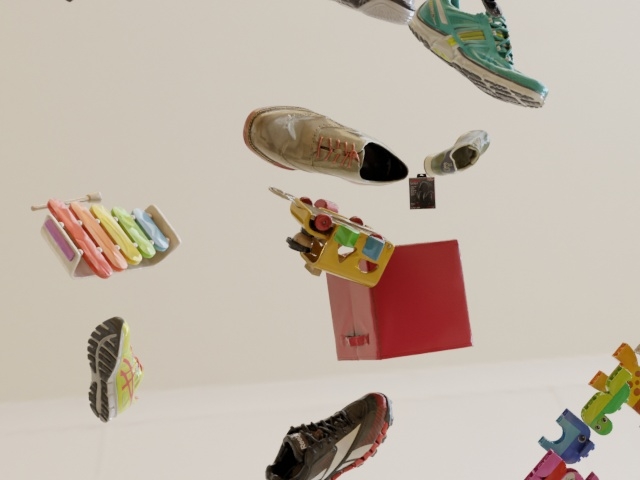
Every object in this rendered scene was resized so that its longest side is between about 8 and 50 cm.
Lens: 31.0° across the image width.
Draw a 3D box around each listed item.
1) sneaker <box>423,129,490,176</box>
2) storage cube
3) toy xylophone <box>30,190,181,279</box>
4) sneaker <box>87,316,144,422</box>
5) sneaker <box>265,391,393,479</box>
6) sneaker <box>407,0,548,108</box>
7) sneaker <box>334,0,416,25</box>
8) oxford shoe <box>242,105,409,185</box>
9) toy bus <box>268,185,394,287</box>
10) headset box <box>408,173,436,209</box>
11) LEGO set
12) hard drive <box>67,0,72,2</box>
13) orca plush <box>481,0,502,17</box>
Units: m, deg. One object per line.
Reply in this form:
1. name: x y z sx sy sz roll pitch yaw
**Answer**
1. sneaker: 0.311 -0.183 2.431 0.192 0.064 0.086 -29 -162 -34
2. storage cube: 0.137 0.107 2.044 0.215 0.193 0.184 -6 177 -24
3. toy xylophone: -0.447 -0.020 2.337 0.236 0.081 0.323 47 -152 12
4. sneaker: -0.352 0.217 2.027 0.094 0.208 0.081 -18 -138 -41
5. sneaker: 0.011 0.359 2.026 0.276 0.135 0.097 -43 -140 -6
6. sneaker: 0.248 -0.299 1.765 0.275 0.110 0.107 45 -170 30
7. sneaker: 0.061 -0.624 2.540 0.366 0.210 0.137 19 -168 -1
8. oxford shoe: 0.019 -0.179 2.172 0.348 0.123 0.130 10 -177 -36
9. toy bus: 0.012 0.005 1.834 0.202 0.104 0.191 28 -170 18
10. headset box: 0.238 -0.115 2.697 0.062 0.083 0.032 -1 -174 8
11. LEGO set: 0.304 0.181 1.147 0.093 0.227 0.087 40 -177 1
12. hard drive: -0.415 -0.551 1.744 0.064 0.237 0.339 -27 -140 35
13. orca plush: 0.205 -0.371 1.402 0.102 0.151 0.287 -30 160 19
